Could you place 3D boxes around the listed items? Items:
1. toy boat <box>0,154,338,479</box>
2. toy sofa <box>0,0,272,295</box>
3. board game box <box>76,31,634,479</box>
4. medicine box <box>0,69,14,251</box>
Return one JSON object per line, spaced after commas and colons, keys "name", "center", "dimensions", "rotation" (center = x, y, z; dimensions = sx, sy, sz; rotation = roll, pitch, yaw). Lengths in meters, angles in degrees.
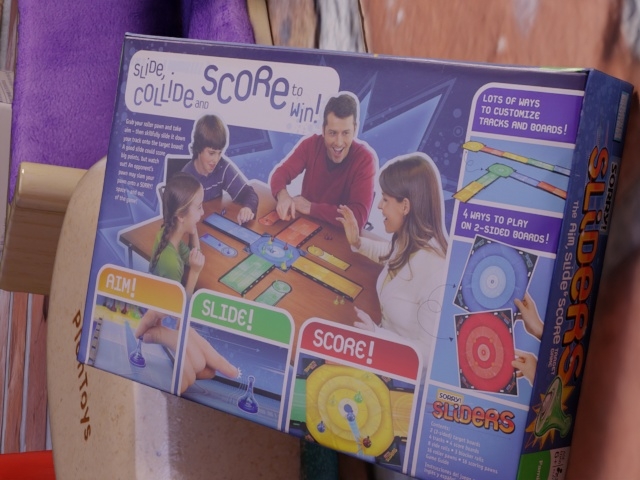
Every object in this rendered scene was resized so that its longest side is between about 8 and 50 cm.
{"name": "toy boat", "center": [-0.083, 0.094, 0.627], "dimensions": [0.318, 0.148, 0.267], "rotation": [-45, 46, 47]}
{"name": "toy sofa", "center": [-0.134, -0.145, 0.802], "dimensions": [0.177, 0.150, 0.362], "rotation": [118, 151, -46]}
{"name": "board game box", "center": [0.000, 0.000, 0.411], "dimensions": [0.201, 0.035, 0.136], "rotation": [13, 95, 37]}
{"name": "medicine box", "center": [-0.369, -0.097, 1.206], "dimensions": [0.263, 0.289, 0.149], "rotation": [-139, 59, -66]}
